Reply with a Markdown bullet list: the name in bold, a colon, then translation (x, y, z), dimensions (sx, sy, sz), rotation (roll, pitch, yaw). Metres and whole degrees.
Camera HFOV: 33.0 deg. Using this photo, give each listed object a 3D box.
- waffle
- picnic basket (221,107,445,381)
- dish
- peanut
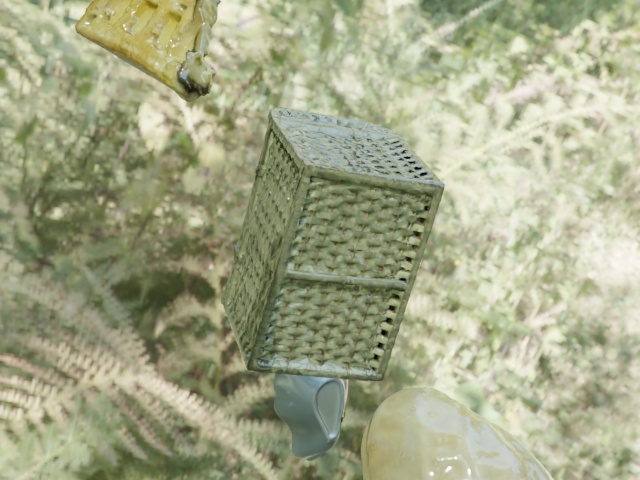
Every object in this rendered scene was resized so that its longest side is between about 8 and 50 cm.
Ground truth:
- **waffle**: translation (-0.049, -0.145, 0.522), dimensions (0.097, 0.152, 0.023), rotation (30, -6, 40)
- **picnic basket**: translation (0.000, 0.000, 0.949), dimensions (0.134, 0.196, 0.154), rotation (5, 26, -22)
- **dish**: translation (0.001, 0.170, 1.112), dimensions (0.091, 0.137, 0.039), rotation (-16, 22, -33)
- **peanut**: translation (0.118, 0.222, 0.718), dimensions (0.125, 0.111, 0.274), rotation (-12, 67, -24)
